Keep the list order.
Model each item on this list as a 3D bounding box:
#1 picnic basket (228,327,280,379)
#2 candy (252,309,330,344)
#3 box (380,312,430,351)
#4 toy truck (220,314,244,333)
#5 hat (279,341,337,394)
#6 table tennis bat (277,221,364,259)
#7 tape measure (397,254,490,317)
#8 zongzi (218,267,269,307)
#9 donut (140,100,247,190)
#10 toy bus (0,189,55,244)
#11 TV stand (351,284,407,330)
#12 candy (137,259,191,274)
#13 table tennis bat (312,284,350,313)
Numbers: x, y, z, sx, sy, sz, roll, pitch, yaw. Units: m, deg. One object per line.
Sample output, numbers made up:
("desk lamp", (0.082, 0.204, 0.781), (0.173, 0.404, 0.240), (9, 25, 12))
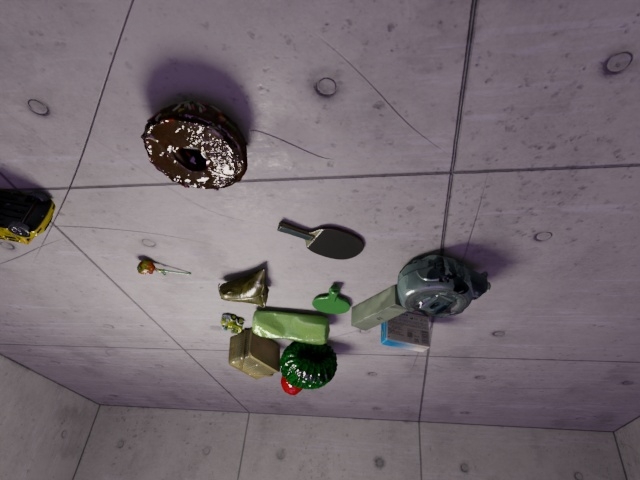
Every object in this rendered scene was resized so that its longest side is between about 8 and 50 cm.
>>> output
("picnic basket", (-0.324, 0.563, 2.164), (0.139, 0.165, 0.266), (-23, 136, 20))
("candy", (-0.129, 0.381, 1.939), (0.344, 0.131, 0.142), (7, -173, 2))
("box", (0.355, 0.378, 1.837), (0.195, 0.139, 0.073), (13, 145, -9))
("toy truck", (-0.414, 0.390, 2.023), (0.111, 0.076, 0.076), (32, 137, -32))
("hat", (-0.089, 0.644, 2.179), (0.275, 0.242, 0.332), (24, 130, -11))
("table tennis bat", (0.000, 0.000, 1.457), (0.302, 0.022, 0.173), (18, 144, -18))
("tape measure", (0.404, 0.165, 1.524), (0.257, 0.147, 0.275), (22, 141, -21))
("zongzi", (-0.305, 0.164, 1.677), (0.205, 0.094, 0.204), (6, 141, 1))
("donut", (-0.309, -0.235, 1.104), (0.270, 0.103, 0.269), (5, 143, 4))
("toy bus", (-1.019, -0.081, 1.393), (0.332, 0.145, 0.151), (11, 146, -2))
("TV stand", (0.237, 0.275, 1.755), (0.083, 0.088, 0.270), (25, 141, -25))
("candy", (-0.604, 0.115, 1.696), (0.201, 0.060, 0.060), (12, 145, -22))
("table tennis bat", (0.048, 0.247, 1.792), (0.161, 0.039, 0.257), (7, 150, 0))
